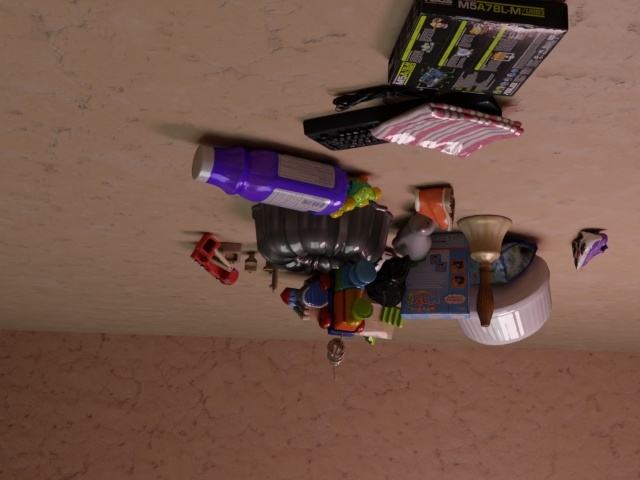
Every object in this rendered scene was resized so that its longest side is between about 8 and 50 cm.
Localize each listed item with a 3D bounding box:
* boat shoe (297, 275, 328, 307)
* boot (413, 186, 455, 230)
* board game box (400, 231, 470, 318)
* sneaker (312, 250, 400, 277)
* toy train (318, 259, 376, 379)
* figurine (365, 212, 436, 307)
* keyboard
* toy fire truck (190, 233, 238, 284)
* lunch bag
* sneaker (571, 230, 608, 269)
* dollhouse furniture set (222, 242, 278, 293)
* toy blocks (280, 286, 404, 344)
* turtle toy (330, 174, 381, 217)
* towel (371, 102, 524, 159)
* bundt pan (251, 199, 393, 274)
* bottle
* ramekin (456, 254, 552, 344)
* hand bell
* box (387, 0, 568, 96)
[{"bbox_3d":[-0.006,0.119,1.843,0.066,0.066,0.183,8,-171,33],"label":"boat shoe"},{"bbox_3d":[0.239,-0.068,1.612,0.084,0.059,0.158,1,156,16],"label":"boot"},{"bbox_3d":[0.276,0.083,1.835,0.160,0.211,0.039,-2,153,15],"label":"board game box"},{"bbox_3d":[0.115,0.089,2.093,0.162,0.106,0.281,11,162,-37],"label":"sneaker"},{"bbox_3d":[0.068,0.170,1.677,0.105,0.248,0.143,9,158,-22],"label":"toy train"},{"bbox_3d":[0.193,0.031,1.734,0.092,0.215,0.209,30,164,5],"label":"figurine"},{"bbox_3d":[0.118,-0.195,1.221,0.317,0.033,0.201,-7,161,28],"label":"keyboard"},{"bbox_3d":[-0.274,0.055,2.036,0.135,0.047,0.192,5,147,51],"label":"toy fire truck"},{"bbox_3d":[0.440,0.044,1.882,0.151,0.096,0.129,-23,-171,-39],"label":"lunch bag"},{"bbox_3d":[0.650,0.025,1.849,0.071,0.068,0.170,-4,163,4],"label":"sneaker"},{"bbox_3d":[-0.192,0.081,2.069,0.151,0.123,0.144,5,164,-7],"label":"dollhouse furniture set"},{"bbox_3d":[0.044,0.186,2.242,0.261,0.191,0.381,10,-172,-22],"label":"toy blocks"},{"bbox_3d":[0.053,-0.090,1.525,0.095,0.066,0.130,-23,179,-33],"label":"turtle toy"},{"bbox_3d":[0.198,-0.169,1.200,0.197,0.029,0.144,6,167,-30],"label":"towel"},{"bbox_3d":[0.000,0.000,1.759,0.330,0.124,0.331,3,165,1],"label":"bundt pan"},{"bbox_3d":[-0.094,-0.115,1.420,0.282,0.092,0.118,11,166,-25],"label":"bottle"},{"bbox_3d":[0.451,0.148,1.924,0.273,0.273,0.127,-8,117,33],"label":"ramekin"},{"bbox_3d":[0.375,0.075,1.742,0.126,0.242,0.126,2,164,1],"label":"hand bell"},{"bbox_3d":[0.195,-0.250,0.992,0.184,0.045,0.191,6,165,-5],"label":"box"}]
